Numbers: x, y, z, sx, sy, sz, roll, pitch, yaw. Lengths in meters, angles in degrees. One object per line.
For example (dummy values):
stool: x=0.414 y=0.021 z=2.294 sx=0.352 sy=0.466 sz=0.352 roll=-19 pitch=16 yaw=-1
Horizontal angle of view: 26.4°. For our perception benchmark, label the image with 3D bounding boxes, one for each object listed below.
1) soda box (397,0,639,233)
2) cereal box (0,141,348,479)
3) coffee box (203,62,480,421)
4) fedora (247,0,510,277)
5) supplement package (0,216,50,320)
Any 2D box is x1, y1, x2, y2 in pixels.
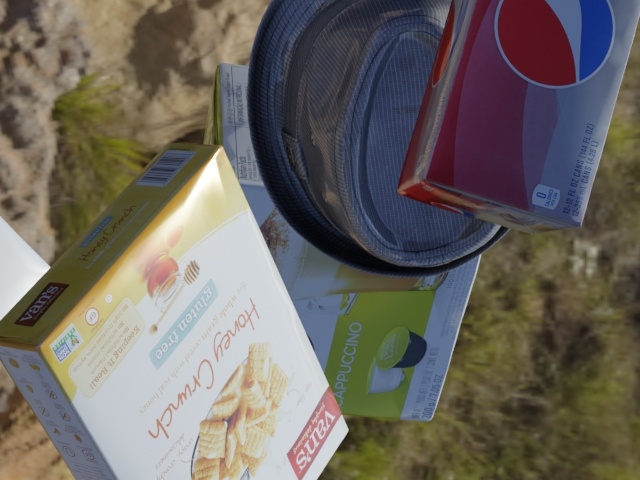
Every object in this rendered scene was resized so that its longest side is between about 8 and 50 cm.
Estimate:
soda box: x=0.118 y=-0.139 z=0.699 sx=0.083 sy=0.092 sz=0.263 roll=16 pitch=86 yaw=-4
cereal box: x=-0.075 y=0.088 z=0.797 sx=0.173 sy=0.047 sz=0.240 roll=-53 pitch=134 yaw=-36
coffee box: x=0.000 y=0.000 z=1.818 sx=0.334 sy=0.338 sz=0.337 roll=6 pitch=122 yaw=-10
fedora: x=0.068 y=-0.090 z=1.037 sx=0.244 sy=0.124 sz=0.275 roll=-4 pitch=106 yaw=-4
supplement package: x=-0.333 y=0.036 z=1.138 sx=0.105 sy=0.179 sz=0.105 roll=51 pitch=52 yaw=-30
